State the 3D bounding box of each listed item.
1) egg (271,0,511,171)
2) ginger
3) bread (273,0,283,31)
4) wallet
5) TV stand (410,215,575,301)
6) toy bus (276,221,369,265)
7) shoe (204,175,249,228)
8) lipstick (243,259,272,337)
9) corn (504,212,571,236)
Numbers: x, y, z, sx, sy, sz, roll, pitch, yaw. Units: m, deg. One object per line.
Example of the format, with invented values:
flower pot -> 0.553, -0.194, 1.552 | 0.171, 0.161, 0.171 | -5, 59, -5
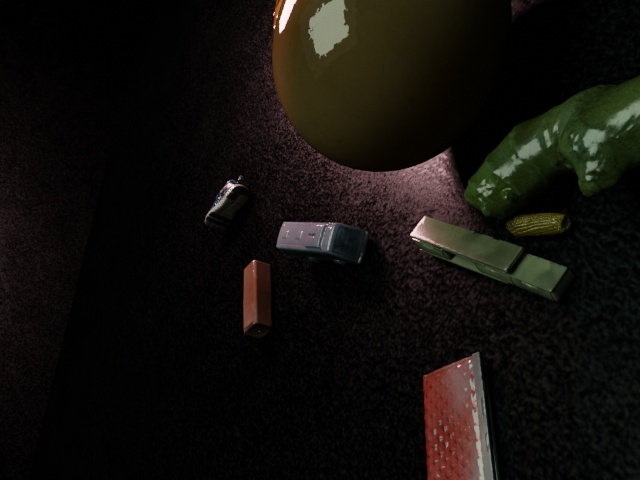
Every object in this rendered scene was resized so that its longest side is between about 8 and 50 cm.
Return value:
egg -> 0.098, -0.271, 0.875 | 0.301, 0.301, 0.374 | 12, 71, 60
ginger -> 0.269, -0.098, 0.688 | 0.290, 0.089, 0.137 | -10, 59, 57
bread -> 0.024, -0.512, 1.284 | 0.204, 0.156, 0.288 | -116, 42, -56
wallet -> 0.156, 0.233, 0.744 | 0.103, 0.020, 0.196 | -35, 44, 44
TV stand -> 0.195, 0.017, 0.795 | 0.036, 0.042, 0.249 | -51, 30, -8
toy bus -> 0.000, 0.000, 1.094 | 0.190, 0.075, 0.064 | 3, 74, 60
shoe -> -0.220, -0.085, 1.527 | 0.143, 0.064, 0.071 | -50, 35, 25
lipstick -> -0.118, 0.110, 1.252 | 0.045, 0.045, 0.145 | -45, 36, 38
corn -> 0.243, -0.019, 0.747 | 0.083, 0.028, 0.027 | -3, 58, 58
